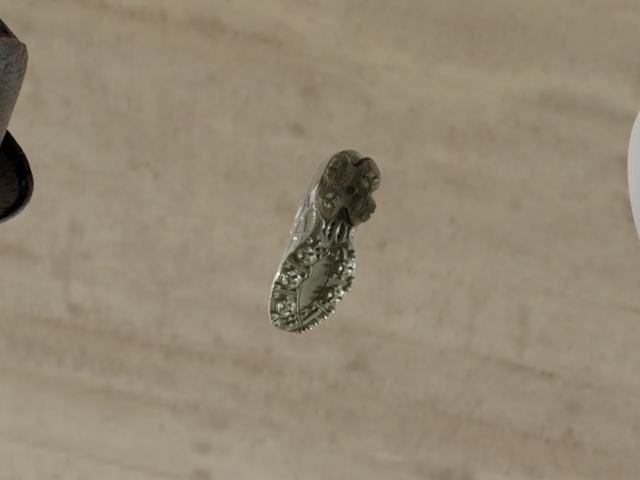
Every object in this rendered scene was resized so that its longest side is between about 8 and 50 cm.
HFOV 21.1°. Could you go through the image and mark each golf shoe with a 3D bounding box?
[{"bbox_3d":[0.000,0.000,1.569,0.069,0.176,0.086,24,-175,-17],"label":"golf shoe"}]

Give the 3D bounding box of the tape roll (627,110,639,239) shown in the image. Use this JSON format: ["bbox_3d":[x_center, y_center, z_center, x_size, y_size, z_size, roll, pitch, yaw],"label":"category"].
[{"bbox_3d":[0.358,-0.034,1.519,0.072,0.219,0.219,-15,-136,-17],"label":"tape roll"}]

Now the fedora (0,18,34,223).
[{"bbox_3d":[-0.370,-0.150,1.480,0.334,0.152,0.334,29,-161,-11],"label":"fedora"}]
